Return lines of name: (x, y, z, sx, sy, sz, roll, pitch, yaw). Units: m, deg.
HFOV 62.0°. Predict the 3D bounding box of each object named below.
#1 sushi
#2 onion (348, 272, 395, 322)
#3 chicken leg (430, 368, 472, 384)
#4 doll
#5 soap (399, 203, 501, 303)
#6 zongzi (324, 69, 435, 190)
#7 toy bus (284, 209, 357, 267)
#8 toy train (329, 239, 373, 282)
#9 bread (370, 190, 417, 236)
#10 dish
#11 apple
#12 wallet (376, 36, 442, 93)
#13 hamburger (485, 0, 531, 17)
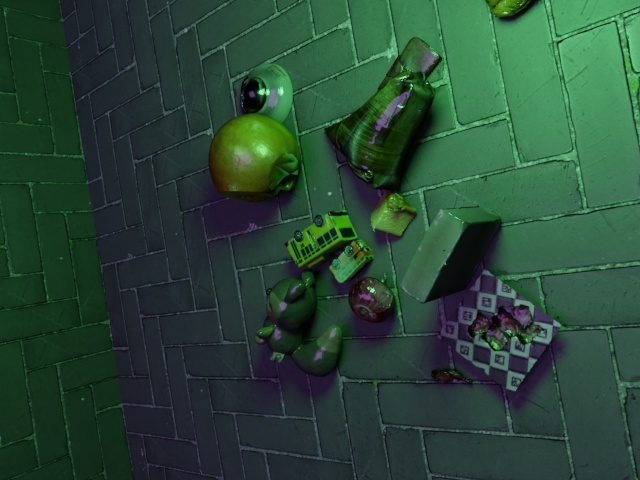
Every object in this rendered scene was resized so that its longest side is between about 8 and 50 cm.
sushi: (0.561, 0.282, 1.674, 0.294, 0.059, 0.292, 40, 117, 28)
onion: (0.184, 0.213, 1.914, 0.177, 0.153, 0.177, 8, 110, 23)
chicken leg: (0.440, 0.461, 1.804, 0.145, 0.037, 0.062, -10, 110, 39)
doll: (-0.060, 0.311, 2.110, 0.378, 0.252, 0.382, 26, 117, 0)
soap: (0.405, 0.038, 1.625, 0.107, 0.296, 0.285, 37, 114, 30)
zongzi: (0.172, -0.439, 1.824, 0.432, 0.207, 0.403, 53, 132, 40)
toy bus: (0.000, 0.000, 2.047, 0.262, 0.128, 0.150, -34, 73, 35)
toy train: (0.115, 0.081, 2.002, 0.099, 0.072, 0.188, 50, 121, 16)
bread: (0.251, -0.106, 1.881, 0.147, 0.127, 0.152, -58, 28, 29)
dish: (-0.257, -0.596, 2.189, 0.273, 0.133, 0.273, 5, 97, 39)
apple: (-0.245, -0.303, 2.105, 0.374, 0.374, 0.384, 33, 143, 31)
wallet: (0.288, -0.558, 1.821, 0.137, 0.031, 0.255, 49, 123, 20)
hamburger: (0.543, -0.768, 1.541, 0.183, 0.130, 0.206, -34, 76, 38)
